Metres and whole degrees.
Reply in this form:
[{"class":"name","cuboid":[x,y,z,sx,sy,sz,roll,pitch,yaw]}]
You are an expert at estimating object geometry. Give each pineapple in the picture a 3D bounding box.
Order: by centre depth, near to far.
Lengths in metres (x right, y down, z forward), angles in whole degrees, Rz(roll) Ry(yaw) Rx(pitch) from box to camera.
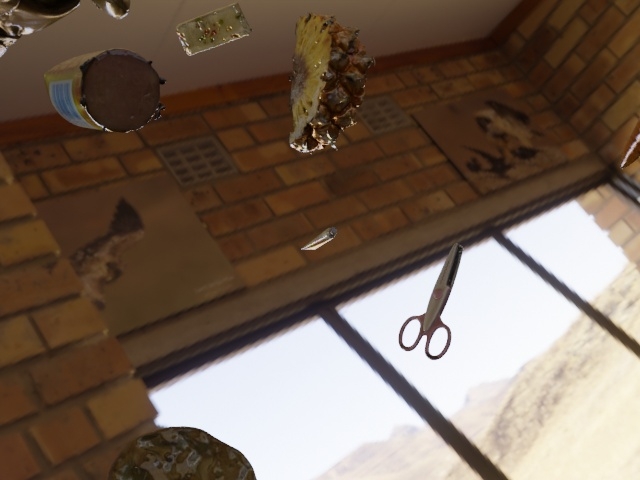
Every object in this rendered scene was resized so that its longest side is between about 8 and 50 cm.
[{"class":"pineapple","cuboid":[0.019,-0.246,1.239,0.079,0.233,0.135,14,-22,-30]}]

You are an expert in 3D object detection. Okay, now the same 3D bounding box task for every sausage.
[{"class":"sausage","cuboid":[-0.343,-0.230,1.299,0.125,0.317,0.117,-1,-80,-29]}]

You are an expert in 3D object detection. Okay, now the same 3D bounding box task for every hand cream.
[{"class":"hand cream","cuboid":[0.000,0.000,1.729,0.035,0.022,0.102,-3,-21,-38]}]

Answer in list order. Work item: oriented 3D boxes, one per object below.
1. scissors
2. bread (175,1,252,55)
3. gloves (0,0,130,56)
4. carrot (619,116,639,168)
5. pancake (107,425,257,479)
[{"class":"scissors","cuboid":[0.174,0.086,1.242,0.022,0.085,0.176,34,-105,-50]},{"class":"bread","cuboid":[-0.215,-0.421,1.694,0.153,0.068,0.028,-12,28,26]},{"class":"gloves","cuboid":[-0.295,-0.290,0.894,0.331,0.141,0.154,-21,-48,29]},{"class":"carrot","cuboid":[0.363,-0.151,0.868,0.048,0.048,0.216,-23,-28,-36]},{"class":"pancake","cuboid":[-0.234,0.455,1.400,0.294,0.294,0.049,-34,-25,-7]}]
